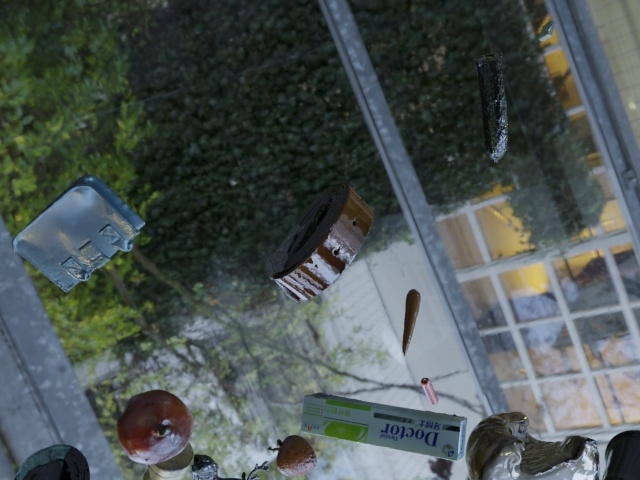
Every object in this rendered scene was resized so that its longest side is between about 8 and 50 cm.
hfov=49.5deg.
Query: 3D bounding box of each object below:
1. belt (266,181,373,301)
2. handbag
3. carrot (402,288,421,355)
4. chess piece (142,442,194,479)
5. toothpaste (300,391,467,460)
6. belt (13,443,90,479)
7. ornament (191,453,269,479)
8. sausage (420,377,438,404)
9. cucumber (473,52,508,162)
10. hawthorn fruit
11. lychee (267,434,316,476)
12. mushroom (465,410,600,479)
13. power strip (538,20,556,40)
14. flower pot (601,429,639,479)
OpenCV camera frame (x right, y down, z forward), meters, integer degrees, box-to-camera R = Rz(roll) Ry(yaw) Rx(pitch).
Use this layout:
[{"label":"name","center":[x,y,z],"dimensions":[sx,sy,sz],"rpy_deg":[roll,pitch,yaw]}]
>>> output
[{"label":"belt","center":[0.000,0.000,1.854],"dimensions":[0.217,0.122,0.338],"rpy_deg":[-3,-132,56]},{"label":"handbag","center":[-0.495,-0.011,1.431],"dimensions":[0.229,0.179,0.062],"rpy_deg":[-37,-159,18]},{"label":"carrot","center":[0.269,0.245,2.086],"dimensions":[0.048,0.048,0.216],"rpy_deg":[-16,-129,44]},{"label":"chess piece","center":[-0.447,0.693,1.959],"dimensions":[0.137,0.301,0.137],"rpy_deg":[14,-152,-8]},{"label":"toothpaste","center":[0.126,0.377,1.422],"dimensions":[0.336,0.081,0.067],"rpy_deg":[4,174,23]},{"label":"belt","center":[-0.535,0.501,1.380],"dimensions":[0.151,0.078,0.198],"rpy_deg":[2,-143,-9]},{"label":"ornament","center":[-0.266,0.718,2.134],"dimensions":[0.236,0.202,0.080],"rpy_deg":[-2,-142,0]},{"label":"sausage","center":[0.355,0.488,2.270],"dimensions":[0.034,0.129,0.034],"rpy_deg":[-16,-141,13]},{"label":"cucumber","center":[0.389,-0.299,1.554],"dimensions":[0.067,0.245,0.067],"rpy_deg":[-7,-178,0]},{"label":"hawthorn fruit","center":[-0.354,0.402,1.506],"dimensions":[0.169,0.169,0.188],"rpy_deg":[-27,177,-35]},{"label":"lychee","center":[-0.078,0.560,1.799],"dimensions":[0.140,0.114,0.101],"rpy_deg":[-1,-131,9]},{"label":"mushroom","center":[0.468,0.549,1.709],"dimensions":[0.314,0.224,0.397],"rpy_deg":[2,179,-11]},{"label":"power strip","center":[0.598,-0.552,1.829],"dimensions":[0.016,0.040,0.090],"rpy_deg":[18,-172,0]},{"label":"flower pot","center":[0.756,0.587,1.638],"dimensions":[0.148,0.235,0.235],"rpy_deg":[-26,-173,-38]}]
